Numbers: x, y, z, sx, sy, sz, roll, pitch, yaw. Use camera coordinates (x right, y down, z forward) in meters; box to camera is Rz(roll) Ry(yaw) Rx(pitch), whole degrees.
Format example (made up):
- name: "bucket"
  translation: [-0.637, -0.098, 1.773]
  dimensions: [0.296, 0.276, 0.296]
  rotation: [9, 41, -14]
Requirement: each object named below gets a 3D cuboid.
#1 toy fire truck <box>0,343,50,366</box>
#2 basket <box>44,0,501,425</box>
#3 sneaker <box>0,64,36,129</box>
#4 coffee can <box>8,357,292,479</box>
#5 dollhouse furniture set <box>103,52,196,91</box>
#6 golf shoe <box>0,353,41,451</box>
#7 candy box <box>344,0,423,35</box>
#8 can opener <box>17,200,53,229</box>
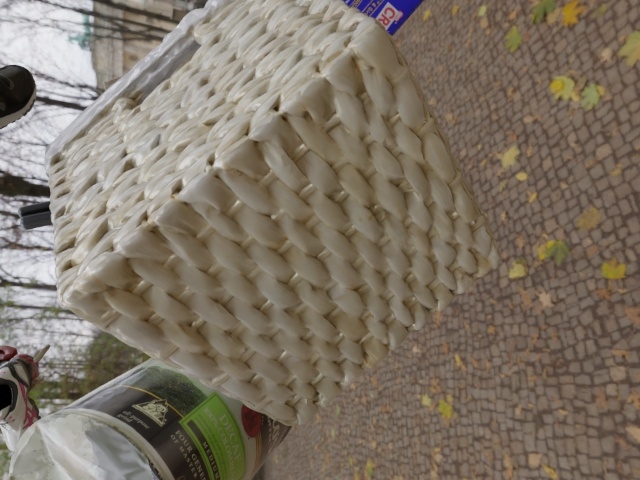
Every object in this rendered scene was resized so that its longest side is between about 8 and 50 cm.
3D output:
- name: "toy fire truck"
  translation: [-0.871, 0.359, 1.357]
  dimensions: [0.217, 0.247, 0.158]
  rotation: [-133, 39, -60]
- name: "basket"
  translation: [-0.044, -0.041, 0.513]
  dimensions: [0.328, 0.331, 0.266]
  rotation: [-40, 41, 2]
- name: "sneaker"
  translation: [-0.641, -0.273, 0.911]
  dimensions: [0.124, 0.107, 0.283]
  rotation: [109, 180, -48]
- name: "coffee can"
  translation: [-0.169, 0.234, 0.578]
  dimensions: [0.275, 0.202, 0.201]
  rotation: [-25, -52, -69]
- name: "dollhouse furniture set"
  translation: [-0.296, -0.311, 1.246]
  dimensions: [0.362, 0.394, 0.256]
  rotation: [-156, 50, -87]
- name: "golf shoe"
  translation: [-0.541, 0.296, 0.852]
  dimensions: [0.086, 0.068, 0.186]
  rotation: [-70, -14, -74]
- name: "candy box"
  translation: [0.007, -0.496, 0.949]
  dimensions: [0.268, 0.317, 0.122]
  rotation: [-46, 21, 14]
- name: "can opener"
  translation: [-0.720, -0.110, 1.417]
  dimensions: [0.076, 0.284, 0.095]
  rotation: [62, 155, 27]
